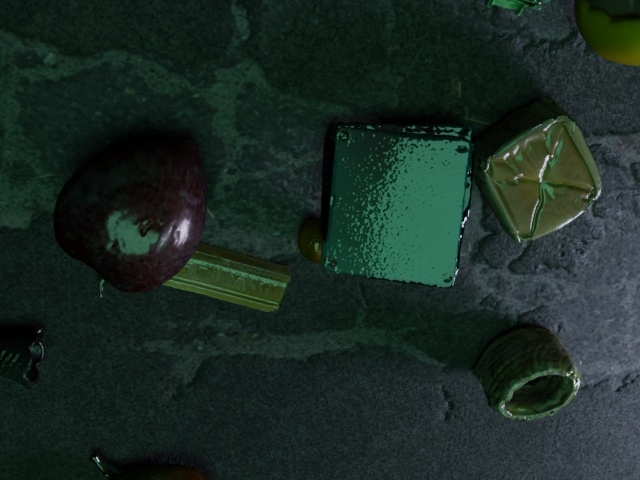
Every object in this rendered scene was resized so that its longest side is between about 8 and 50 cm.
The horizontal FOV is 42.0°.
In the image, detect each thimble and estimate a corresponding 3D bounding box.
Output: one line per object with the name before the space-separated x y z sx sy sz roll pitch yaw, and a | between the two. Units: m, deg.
thimble | 0.400 0.262 1.634 0.191 0.143 0.137 -20 121 7

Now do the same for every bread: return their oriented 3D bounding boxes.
bread | 0.365 -0.119 1.425 0.192 0.109 0.210 -34 119 7

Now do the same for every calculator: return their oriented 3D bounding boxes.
calculator | 0.127 -0.064 1.397 0.249 0.058 0.274 4 101 8

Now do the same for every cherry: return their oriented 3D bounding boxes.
cherry | -0.298 -0.047 1.346 0.230 0.203 0.300 35 91 -8

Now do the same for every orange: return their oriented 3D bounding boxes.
orange | 0.000 0.000 1.479 0.083 0.070 0.083 -7 114 -17

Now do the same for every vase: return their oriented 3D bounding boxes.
vase | -0.635 0.201 1.517 0.238 0.115 0.115 8 120 -7

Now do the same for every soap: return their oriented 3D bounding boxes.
soap | -0.184 0.062 1.516 0.252 0.037 0.092 16 119 -16

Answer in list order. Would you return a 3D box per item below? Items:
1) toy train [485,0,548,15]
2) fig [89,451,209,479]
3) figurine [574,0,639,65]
toy train | 0.312 -0.415 1.264 0.099 0.081 0.149 11 113 -12
fig | -0.359 0.519 1.724 0.274 0.145 0.170 29 113 -6
figurine | 0.469 -0.427 1.217 0.187 0.215 0.343 -34 117 -39
